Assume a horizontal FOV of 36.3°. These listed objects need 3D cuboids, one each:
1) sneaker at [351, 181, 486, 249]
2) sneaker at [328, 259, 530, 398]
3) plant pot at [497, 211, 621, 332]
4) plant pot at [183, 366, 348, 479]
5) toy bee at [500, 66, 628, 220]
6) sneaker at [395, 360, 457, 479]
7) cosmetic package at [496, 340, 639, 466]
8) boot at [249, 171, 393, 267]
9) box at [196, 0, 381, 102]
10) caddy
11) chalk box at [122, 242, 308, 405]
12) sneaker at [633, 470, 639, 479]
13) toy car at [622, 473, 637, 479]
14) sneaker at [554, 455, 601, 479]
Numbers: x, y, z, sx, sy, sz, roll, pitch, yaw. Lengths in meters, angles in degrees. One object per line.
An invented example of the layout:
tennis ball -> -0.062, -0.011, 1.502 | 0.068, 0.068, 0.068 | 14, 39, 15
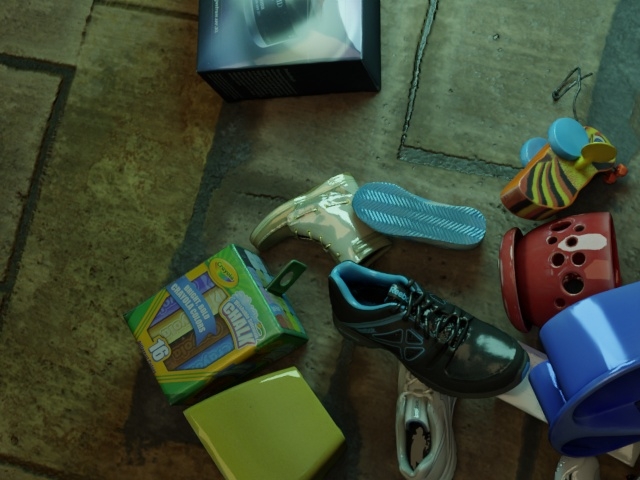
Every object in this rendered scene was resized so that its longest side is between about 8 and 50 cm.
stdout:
sneaker -> 0.162, -0.032, 1.633 | 0.229, 0.092, 0.087 | 18, 81, 12
sneaker -> 0.153, 0.136, 1.496 | 0.341, 0.139, 0.125 | 19, 60, 26
plant pot -> 0.377, 0.059, 1.523 | 0.174, 0.191, 0.191 | -8, 78, 21
plant pot -> -0.071, 0.325, 1.583 | 0.187, 0.212, 0.212 | -34, 73, -7
toy bee -> 0.416, -0.130, 1.559 | 0.162, 0.195, 0.298 | 38, 79, -7
sneaker -> 0.171, 0.250, 1.562 | 0.111, 0.129, 0.297 | -5, 73, 17
cosmetic package -> 0.400, 0.257, 1.541 | 0.239, 0.060, 0.098 | 27, 87, 17
boot -> 0.000, 0.000, 1.680 | 0.213, 0.077, 0.165 | -31, 75, 0
box -> -0.051, -0.417, 1.718 | 0.294, 0.183, 0.296 | -2, 80, 12
caddy -> 0.464, 0.192, 1.386 | 0.342, 0.241, 0.179 | -15, 50, -11
chalk box -> -0.144, 0.131, 1.640 | 0.289, 0.180, 0.179 | -32, 74, 8
sneaker -> 0.535, 0.287, 1.293 | 0.350, 0.148, 0.131 | -54, 34, 28
toy car -> 0.505, 0.413, 1.491 | 0.122, 0.060, 0.040 | 55, 127, 23
sneaker -> 0.455, 0.483, 1.440 | 0.210, 0.137, 0.365 | -3, 84, 20
